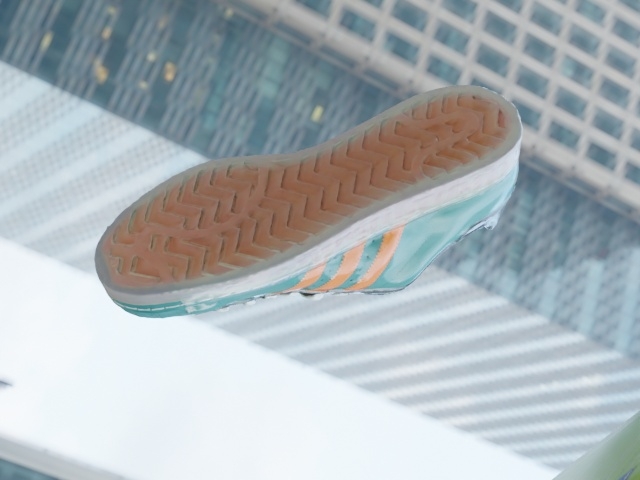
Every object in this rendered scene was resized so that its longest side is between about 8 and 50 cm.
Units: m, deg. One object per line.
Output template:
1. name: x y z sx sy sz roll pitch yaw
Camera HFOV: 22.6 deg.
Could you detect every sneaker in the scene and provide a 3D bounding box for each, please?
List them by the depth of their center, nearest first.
1. sneaker: 0.000 0.000 1.091 0.121 0.302 0.108 83 -15 -50

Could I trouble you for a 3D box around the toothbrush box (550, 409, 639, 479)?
1. toothbrush box: 0.140 0.140 0.636 0.283 0.122 0.206 -44 172 34
